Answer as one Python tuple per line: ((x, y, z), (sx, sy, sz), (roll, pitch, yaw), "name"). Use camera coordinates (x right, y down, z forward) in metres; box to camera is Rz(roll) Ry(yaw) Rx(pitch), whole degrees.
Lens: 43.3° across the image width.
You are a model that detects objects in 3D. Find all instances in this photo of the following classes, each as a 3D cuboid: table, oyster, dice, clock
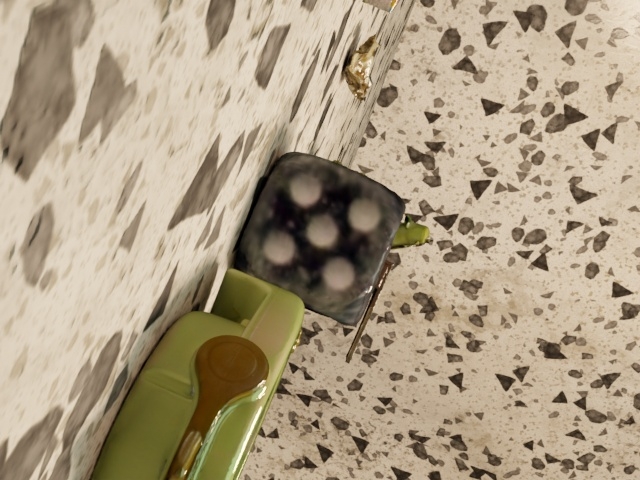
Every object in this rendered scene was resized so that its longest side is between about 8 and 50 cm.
((0.021, 0.140, 2.111), (0.196, 0.250, 0.282), (78, 36, -88), "table")
((0.068, -0.294, 1.409), (0.148, 0.051, 0.103), (80, 32, -57), "oyster")
((0.000, 0.000, 1.049), (0.182, 0.183, 0.181), (91, 24, -82), "dice")
((-0.127, 0.196, 0.799), (0.348, 0.117, 0.286), (-55, 167, -77), "clock")

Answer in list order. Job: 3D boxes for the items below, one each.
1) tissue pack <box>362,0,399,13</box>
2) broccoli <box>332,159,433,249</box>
((0.116, -0.419, 1.200), (0.148, 0.060, 0.109), (-66, 176, -49), "tissue pack")
((0.057, -0.059, 1.468), (0.242, 0.273, 0.180), (-46, 125, -88), "broccoli")
